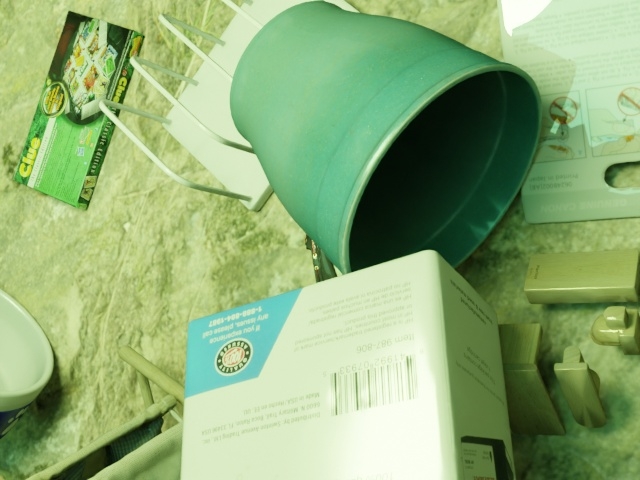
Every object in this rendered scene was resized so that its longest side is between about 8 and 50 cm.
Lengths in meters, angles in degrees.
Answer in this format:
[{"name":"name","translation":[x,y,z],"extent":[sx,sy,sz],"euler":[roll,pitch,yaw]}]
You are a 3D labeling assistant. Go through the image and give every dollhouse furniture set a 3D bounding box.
[{"name":"dollhouse furniture set","translation":[0.268,0.109,1.056],"extent":[0.144,0.123,0.151],"euler":[-3,48,28]}]

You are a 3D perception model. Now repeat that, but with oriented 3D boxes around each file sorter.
[{"name":"file sorter","translation":[-0.101,-0.211,1.214],"extent":[0.193,0.173,0.278],"euler":[43,104,25]}]

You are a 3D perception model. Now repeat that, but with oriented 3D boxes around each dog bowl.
[{"name":"dog bowl","translation":[-0.498,0.148,1.336],"extent":[0.265,0.265,0.104],"euler":[46,108,25]}]

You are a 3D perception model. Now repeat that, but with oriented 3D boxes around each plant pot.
[{"name":"plant pot","translation":[0.046,-0.119,1.056],"extent":[0.255,0.271,0.272],"euler":[41,104,33]}]

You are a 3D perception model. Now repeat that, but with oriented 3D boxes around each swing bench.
[{"name":"swing bench","translation":[-0.231,0.262,1.127],"extent":[0.254,0.253,0.165],"euler":[9,117,46]}]

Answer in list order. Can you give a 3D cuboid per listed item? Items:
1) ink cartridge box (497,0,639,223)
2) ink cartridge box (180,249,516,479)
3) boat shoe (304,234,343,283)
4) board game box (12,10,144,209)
[{"name":"ink cartridge box","translation":[0.347,-0.222,1.041],"extent":[0.308,0.091,0.385],"euler":[-4,99,28]},{"name":"ink cartridge box","translation":[0.026,0.246,0.925],"extent":[0.285,0.166,0.395],"euler":[-17,56,26]},{"name":"boat shoe","translation":[-0.001,0.000,1.203],"extent":[0.042,0.049,0.133],"euler":[-19,80,17]},{"name":"board game box","translation":[-0.347,-0.187,1.428],"extent":[0.136,0.030,0.260],"euler":[22,95,27]}]
